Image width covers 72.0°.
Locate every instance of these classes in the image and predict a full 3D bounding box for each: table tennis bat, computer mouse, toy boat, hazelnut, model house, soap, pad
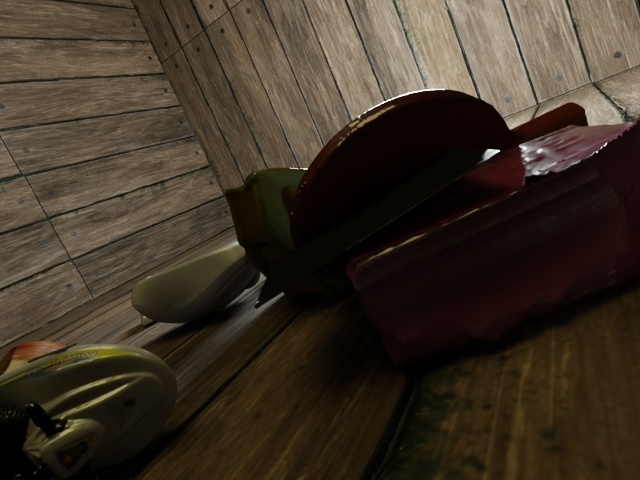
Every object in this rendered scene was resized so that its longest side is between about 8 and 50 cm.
[{"bbox_3d":[0.156,-0.077,0.566,0.415,0.268,0.051,-24,46,-7],"label":"table tennis bat"},{"bbox_3d":[-0.229,0.090,0.882,0.297,0.121,0.184,-19,-2,7],"label":"computer mouse"},{"bbox_3d":[-0.280,0.192,0.430,0.270,0.140,0.141,-19,10,15],"label":"toy boat"},{"bbox_3d":[-0.389,0.214,0.611,0.143,0.143,0.154,-27,18,-20],"label":"hazelnut"},{"bbox_3d":[-0.041,-0.010,0.726,0.239,0.268,0.173,-12,35,56],"label":"model house"},{"bbox_3d":[0.182,-0.011,0.441,0.325,0.127,0.220,-23,11,3],"label":"soap"},{"bbox_3d":[0.043,-0.022,0.438,0.243,0.004,0.163,-33,10,7],"label":"pad"}]

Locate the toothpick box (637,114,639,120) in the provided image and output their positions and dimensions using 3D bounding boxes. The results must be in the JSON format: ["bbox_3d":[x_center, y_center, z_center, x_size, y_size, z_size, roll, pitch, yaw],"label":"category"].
[{"bbox_3d":[0.445,-0.121,0.473,0.149,0.098,0.098,-19,10,24],"label":"toothpick box"}]

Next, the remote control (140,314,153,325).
[{"bbox_3d":[-0.323,0.120,1.154,0.313,0.055,0.109,-28,10,-20],"label":"remote control"}]
